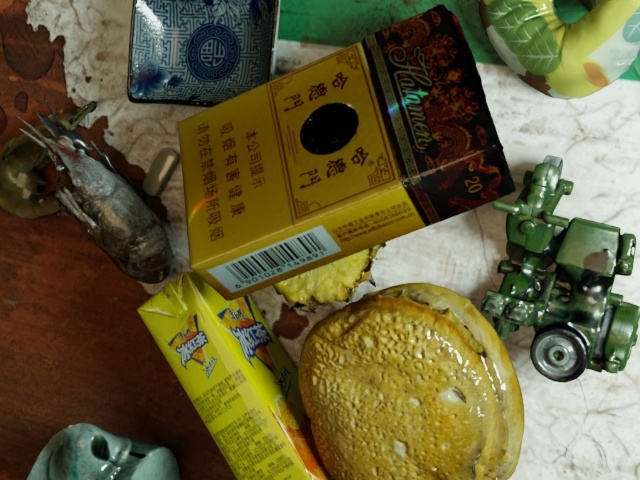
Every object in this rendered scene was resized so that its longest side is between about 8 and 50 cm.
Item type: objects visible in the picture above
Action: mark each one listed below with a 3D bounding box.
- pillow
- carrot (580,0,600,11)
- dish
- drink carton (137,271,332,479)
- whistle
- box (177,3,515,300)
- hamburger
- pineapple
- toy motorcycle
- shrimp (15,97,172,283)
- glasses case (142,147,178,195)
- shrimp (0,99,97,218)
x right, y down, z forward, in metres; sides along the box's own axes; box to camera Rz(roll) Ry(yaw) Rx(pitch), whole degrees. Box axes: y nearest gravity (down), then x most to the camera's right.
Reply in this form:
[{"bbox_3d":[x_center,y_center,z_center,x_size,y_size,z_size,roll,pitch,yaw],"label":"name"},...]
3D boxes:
[{"bbox_3d":[0.301,-0.293,1.053,0.233,0.086,0.214,59,144,12],"label":"pillow"},{"bbox_3d":[0.352,-0.441,1.083,0.078,0.078,0.298,-9,83,20],"label":"carrot"},{"bbox_3d":[-0.166,-0.288,1.260,0.243,0.080,0.182,6,93,20],"label":"dish"},{"bbox_3d":[-0.108,0.211,1.211,0.111,0.154,0.351,-36,80,17],"label":"drink carton"},{"bbox_3d":[-0.339,0.465,1.283,0.168,0.188,0.405,8,94,19],"label":"whistle"},{"bbox_3d":[0.023,-0.115,1.104,0.415,0.116,0.264,-21,53,14],"label":"box"},{"bbox_3d":[0.121,0.213,1.099,0.290,0.170,0.314,-14,93,39],"label":"hamburger"},{"bbox_3d":[0.000,0.000,1.209,0.225,0.076,0.225,0,89,23],"label":"pineapple"},{"bbox_3d":[0.317,0.038,1.070,0.205,0.127,0.275,16,100,22],"label":"toy motorcycle"},{"bbox_3d":[-0.351,-0.072,1.300,0.116,0.145,0.343,-39,91,-19],"label":"shrimp"},{"bbox_3d":[-0.255,-0.109,1.328,0.032,0.021,0.083,35,102,17],"label":"glasses case"},{"bbox_3d":[-0.452,-0.124,1.381,0.254,0.059,0.145,-26,85,19],"label":"shrimp"}]
